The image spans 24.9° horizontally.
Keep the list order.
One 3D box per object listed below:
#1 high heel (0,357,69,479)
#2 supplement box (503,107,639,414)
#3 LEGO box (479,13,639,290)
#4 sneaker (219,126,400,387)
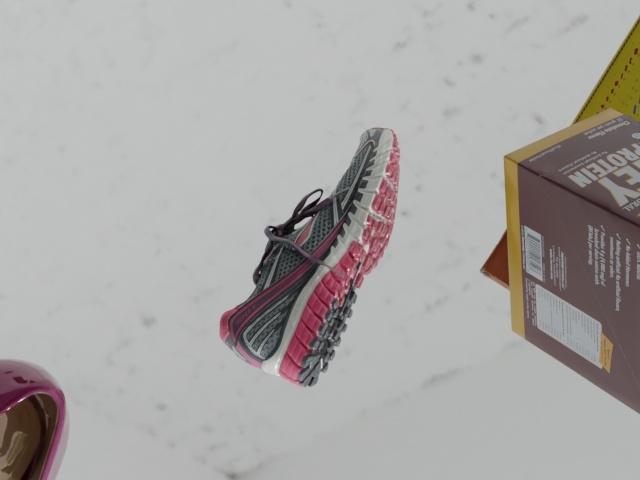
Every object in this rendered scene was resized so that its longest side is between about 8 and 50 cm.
[{"bbox_3d":[-0.258,0.238,0.815,0.181,0.127,0.377,-17,-129,61],"label":"high heel"},{"bbox_3d":[0.273,0.018,1.261,0.129,0.191,0.194,-24,-145,-26],"label":"supplement box"},{"bbox_3d":[0.428,-0.112,1.681,0.193,0.372,0.500,33,-85,18],"label":"LEGO box"},{"bbox_3d":[0.000,0.000,1.505,0.112,0.121,0.299,21,-116,16],"label":"sneaker"}]
